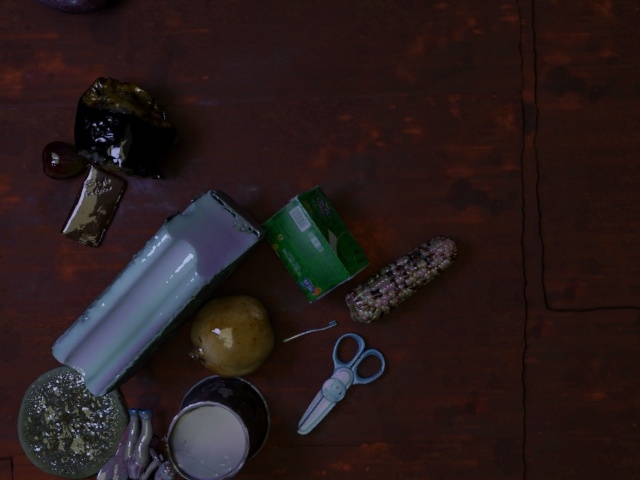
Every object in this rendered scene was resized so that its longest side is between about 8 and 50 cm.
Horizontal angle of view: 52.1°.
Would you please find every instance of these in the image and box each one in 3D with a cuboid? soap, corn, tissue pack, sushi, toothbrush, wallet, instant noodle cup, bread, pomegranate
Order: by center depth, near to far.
[{"bbox_3d":[-0.325,0.099,1.383,0.156,0.261,0.446,43,98,2],"label":"soap"},{"bbox_3d":[-0.223,0.409,1.404,0.218,0.207,0.217,0,88,1],"label":"instant noodle cup"},{"bbox_3d":[-0.200,0.213,1.424,0.196,0.196,0.196,0,88,2],"label":"pomegranate"},{"bbox_3d":[-0.423,-0.245,1.442,0.213,0.200,0.204,18,87,16],"label":"sushi"},{"bbox_3d":[0.000,0.001,1.452,0.148,0.156,0.209,-36,88,37],"label":"tissue pack"},{"bbox_3d":[0.180,0.087,1.463,0.281,0.092,0.092,-34,87,-4],"label":"corn"},{"bbox_3d":[-0.025,0.210,1.500,0.131,0.011,0.013,-20,100,1],"label":"toothbrush"},{"bbox_3d":[-0.569,0.419,1.500,0.267,0.040,0.266,0,88,2],"label":"bread"},{"bbox_3d":[-0.524,-0.077,1.512,0.095,0.026,0.176,25,88,-17],"label":"wallet"}]

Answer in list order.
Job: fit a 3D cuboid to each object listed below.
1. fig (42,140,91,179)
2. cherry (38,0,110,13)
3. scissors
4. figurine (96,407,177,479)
[{"bbox_3d":[-0.574,-0.181,1.511,0.125,0.089,0.088,5,88,-29],"label":"fig"},{"bbox_3d":[-0.567,-0.626,1.458,0.300,0.203,0.230,16,96,11],"label":"cherry"},{"bbox_3d":[0.033,0.335,1.483,0.125,0.030,0.256,38,87,2],"label":"scissors"},{"bbox_3d":[-0.379,0.502,1.452,0.205,0.103,0.260,-2,85,21],"label":"figurine"}]
